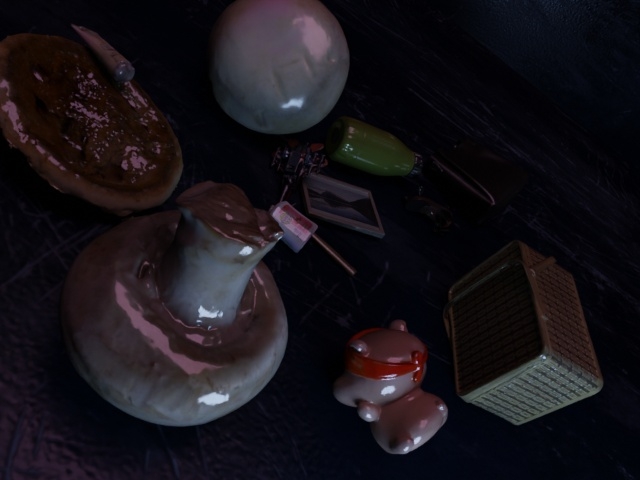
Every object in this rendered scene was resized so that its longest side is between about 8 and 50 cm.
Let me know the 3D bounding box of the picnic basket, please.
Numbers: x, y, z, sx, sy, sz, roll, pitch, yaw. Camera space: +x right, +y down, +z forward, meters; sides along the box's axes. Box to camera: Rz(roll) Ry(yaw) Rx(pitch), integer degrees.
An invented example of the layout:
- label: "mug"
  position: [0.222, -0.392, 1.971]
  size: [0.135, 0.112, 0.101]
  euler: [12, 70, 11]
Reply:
- label: "picnic basket"
  position: [0.392, 0.176, 1.080]
  size: [0.175, 0.228, 0.313]
  euler: [30, 42, -18]

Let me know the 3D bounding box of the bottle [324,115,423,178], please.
- label: "bottle"
  position: [0.142, -0.221, 1.324]
  size: [0.260, 0.112, 0.112]
  euler: [15, 47, -29]

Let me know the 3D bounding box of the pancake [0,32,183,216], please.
- label: "pancake"
  position: [-0.376, -0.196, 0.872]
  size: [0.356, 0.065, 0.356]
  euler: [36, 36, -32]

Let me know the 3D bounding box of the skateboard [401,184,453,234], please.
- label: "skateboard"
  position: [0.281, -0.070, 1.347]
  size: [0.151, 0.067, 0.080]
  euler: [26, 51, -24]

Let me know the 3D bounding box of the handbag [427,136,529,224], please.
- label: "handbag"
  position: [0.458, -0.192, 1.557]
  size: [0.257, 0.113, 0.285]
  euler: [46, 46, 14]

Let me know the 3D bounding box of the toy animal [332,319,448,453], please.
- label: "toy animal"
  position: [0.114, 0.236, 0.862]
  size: [0.171, 0.171, 0.198]
  euler: [-9, 68, -43]

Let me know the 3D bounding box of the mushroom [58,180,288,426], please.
- label: "mushroom"
  position: [-0.164, 0.072, 0.668]
  size: [0.297, 0.290, 0.298]
  euler: [22, 43, -21]

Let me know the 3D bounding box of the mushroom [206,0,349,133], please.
- label: "mushroom"
  position: [-0.065, -0.393, 1.168]
  size: [0.356, 0.315, 0.315]
  euler: [-10, 61, -35]

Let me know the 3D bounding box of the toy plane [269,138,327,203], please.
- label: "toy plane"
  position: [-0.059, -0.147, 1.125]
  size: [0.130, 0.061, 0.189]
  euler: [12, 50, 12]

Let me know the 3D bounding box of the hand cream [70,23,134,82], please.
- label: "hand cream"
  position: [-0.383, -0.338, 0.942]
  size: [0.143, 0.039, 0.061]
  euler: [47, 23, 15]

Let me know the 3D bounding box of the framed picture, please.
- label: "framed picture"
  position: [0.045, -0.085, 1.188]
  size: [0.203, 0.015, 0.150]
  euler: [16, 41, -28]

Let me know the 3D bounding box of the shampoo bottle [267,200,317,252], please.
- label: "shampoo bottle"
  position: [-0.062, -0.032, 1.034]
  size: [0.099, 0.043, 0.072]
  euler: [40, 59, -2]

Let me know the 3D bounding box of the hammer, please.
- label: "hammer"
  position: [0.000, 0.000, 1.085]
  size: [0.199, 0.013, 0.062]
  euler: [43, 39, 1]
